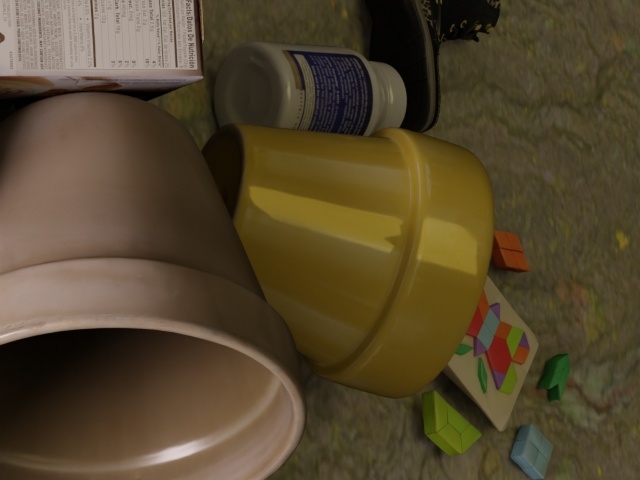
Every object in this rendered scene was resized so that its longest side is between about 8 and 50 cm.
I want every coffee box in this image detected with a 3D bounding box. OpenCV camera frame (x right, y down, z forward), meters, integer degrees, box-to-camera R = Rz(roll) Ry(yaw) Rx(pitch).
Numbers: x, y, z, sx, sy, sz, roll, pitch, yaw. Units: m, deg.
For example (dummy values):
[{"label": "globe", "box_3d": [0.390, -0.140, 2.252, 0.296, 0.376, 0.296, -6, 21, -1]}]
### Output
[{"label": "coffee box", "box_3d": [-0.237, -0.170, 1.506, 0.246, 0.141, 0.098, -3, 87, -29]}]

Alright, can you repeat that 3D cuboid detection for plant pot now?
[{"label": "plant pot", "box_3d": [0.000, 0.000, 1.715, 0.239, 0.254, 0.254, 17, 64, -23]}, {"label": "plant pot", "box_3d": [-0.182, 0.041, 1.493, 0.323, 0.323, 0.280, 25, 44, -36]}]

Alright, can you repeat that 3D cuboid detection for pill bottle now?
[{"label": "pill bottle", "box_3d": [-0.005, -0.143, 1.838, 0.186, 0.112, 0.112, -2, 77, -44]}]

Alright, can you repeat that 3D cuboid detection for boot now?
[{"label": "boot", "box_3d": [0.136, -0.229, 2.025, 0.178, 0.085, 0.236, 3, 74, -46]}]

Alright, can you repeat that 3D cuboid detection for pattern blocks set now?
[{"label": "pattern blocks set", "box_3d": [0.170, 0.101, 1.965, 0.325, 0.026, 0.285, 38, 53, -36]}]

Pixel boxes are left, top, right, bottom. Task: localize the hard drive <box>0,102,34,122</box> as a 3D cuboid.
[{"label": "hard drive", "box_3d": [-0.261, -0.244, 1.598, 0.172, 0.054, 0.255, 39, 80, -28]}]
